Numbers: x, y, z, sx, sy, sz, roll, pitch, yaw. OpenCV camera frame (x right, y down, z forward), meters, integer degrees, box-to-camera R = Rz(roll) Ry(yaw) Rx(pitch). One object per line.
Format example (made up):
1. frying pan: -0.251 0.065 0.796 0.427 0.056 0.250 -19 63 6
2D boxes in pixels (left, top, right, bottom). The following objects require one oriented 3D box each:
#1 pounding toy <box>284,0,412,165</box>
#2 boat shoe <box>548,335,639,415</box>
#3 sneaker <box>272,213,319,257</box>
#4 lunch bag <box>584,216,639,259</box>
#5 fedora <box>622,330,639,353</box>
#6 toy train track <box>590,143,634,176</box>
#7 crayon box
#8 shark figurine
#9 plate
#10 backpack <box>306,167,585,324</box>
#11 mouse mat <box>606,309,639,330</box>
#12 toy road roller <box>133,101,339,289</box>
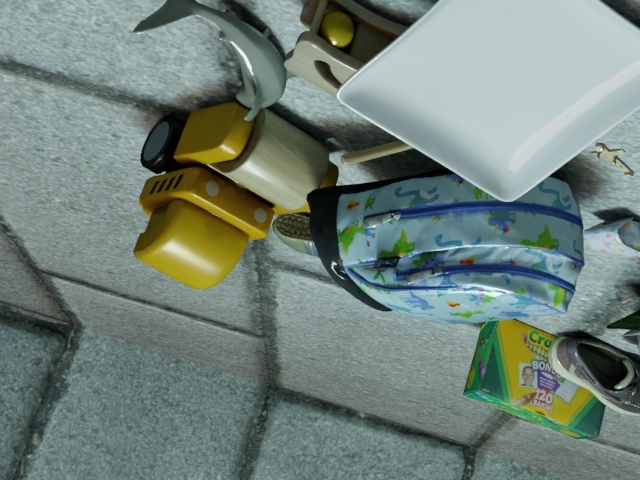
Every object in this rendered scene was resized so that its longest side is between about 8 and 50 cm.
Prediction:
1. pounding toy: 0.077 -0.173 1.361 0.269 0.155 0.154 26 163 -29
2. boat shoe: 0.583 0.269 2.260 0.285 0.103 0.092 29 165 -13
3. sneaker: 0.000 0.000 2.097 0.192 0.064 0.086 22 169 -11
4. lunch bag: 0.437 -0.005 1.676 0.083 0.053 0.071 16 167 -27
5. fedora: 0.628 0.219 1.932 0.243 0.124 0.275 7 175 -1
6. toy train track: 0.384 -0.101 1.507 0.048 0.014 0.083 -2 154 47
7. crayon box: 0.439 0.275 2.306 0.278 0.165 0.081 22 161 -14
8. shark figurine: -0.103 -0.218 1.475 0.166 0.116 0.278 6 160 28
9. plate: 0.205 -0.183 1.253 0.278 0.045 0.277 28 131 -27
10. backpack: 0.202 0.006 1.644 0.355 0.273 0.290 -21 151 25
11. mouse mat: 0.579 0.128 1.865 0.189 0.007 0.152 1 -169 42
12. toy road roller: -0.153 -0.057 1.775 0.202 0.241 0.329 29 159 -32
